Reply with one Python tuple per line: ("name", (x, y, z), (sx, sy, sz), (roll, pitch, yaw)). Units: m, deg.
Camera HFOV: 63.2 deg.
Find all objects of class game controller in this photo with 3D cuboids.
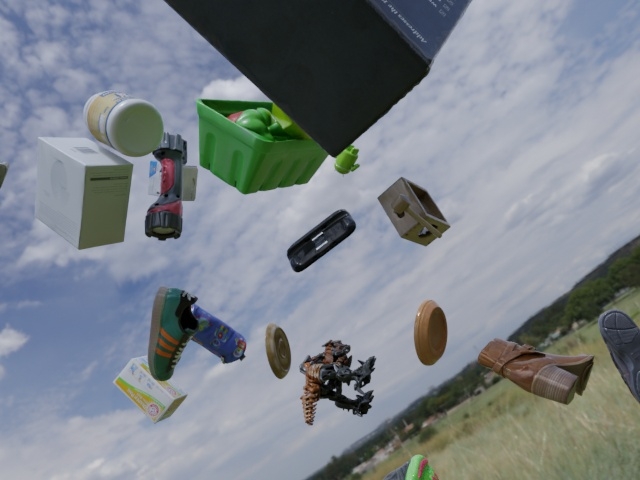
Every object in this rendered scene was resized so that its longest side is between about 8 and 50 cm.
("game controller", (0.000, 0.000, 2.107), (0.319, 0.166, 0.067), (-38, -47, 9))

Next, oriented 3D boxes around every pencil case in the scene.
("pencil case", (-0.419, 0.360, 1.982), (0.119, 0.133, 0.306), (-11, -44, 44))

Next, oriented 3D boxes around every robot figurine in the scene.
("robot figurine", (0.092, -0.289, 1.875), (0.067, 0.101, 0.115), (-11, -44, -56))

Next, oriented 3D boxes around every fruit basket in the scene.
("fruit basket", (-0.094, -0.316, 1.317), (0.392, 0.283, 0.392), (-44, -25, -27))

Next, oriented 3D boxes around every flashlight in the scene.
("flashlight", (-0.431, -0.155, 1.439), (0.103, 0.304, 0.103), (-11, -22, 10))

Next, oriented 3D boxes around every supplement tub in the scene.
("supplement tub", (-0.508, -0.303, 1.332), (0.144, 0.199, 0.144), (-24, -54, -37))

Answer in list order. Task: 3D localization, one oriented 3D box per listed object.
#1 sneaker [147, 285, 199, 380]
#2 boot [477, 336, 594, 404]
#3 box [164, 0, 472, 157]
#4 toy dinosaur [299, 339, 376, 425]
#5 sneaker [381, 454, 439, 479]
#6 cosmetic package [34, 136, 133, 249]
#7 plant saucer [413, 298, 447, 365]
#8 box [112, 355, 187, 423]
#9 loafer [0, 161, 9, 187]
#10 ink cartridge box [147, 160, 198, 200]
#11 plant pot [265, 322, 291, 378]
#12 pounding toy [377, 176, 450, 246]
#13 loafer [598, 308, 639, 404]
("sneaker", (-0.413, 0.278, 1.481), (0.108, 0.121, 0.302), (-73, -7, -68))
("boot", (0.537, 0.307, 1.289), (0.283, 0.220, 0.109), (-10, -67, -47))
("box", (0.023, -0.514, 1.027), (0.297, 0.480, 0.472), (-38, 15, 46))
("toy dinosaur", (0.032, 0.394, 1.434), (0.164, 0.218, 0.322), (81, -155, -44))
("sneaker", (0.270, 0.934, 1.840), (0.202, 0.185, 0.482), (-45, -23, 23))
("cosmetic package", (-0.619, -0.128, 1.355), (0.138, 0.224, 0.225), (-13, -55, -54))
("plant saucer", (0.340, 0.279, 1.575), (0.037, 0.200, 0.200), (-3, -2, 35))
("box", (-0.561, 0.491, 1.725), (0.103, 0.203, 0.114), (-51, -10, 0))
("loafer", (-1.005, -0.192, 1.621), (0.045, 0.039, 0.125), (35, -73, -20))
("ink cartridge box", (-0.581, -0.235, 2.043), (0.082, 0.190, 0.140), (-5, -76, -56))
("plant pot", (-0.171, 0.459, 2.179), (0.032, 0.236, 0.236), (-14, -18, 13))
("pounding toy", (0.208, -0.051, 1.217), (0.094, 0.181, 0.206), (-42, -34, 25))
("loafer", (0.816, 0.320, 1.335), (0.109, 0.303, 0.095), (-26, -18, 7))
